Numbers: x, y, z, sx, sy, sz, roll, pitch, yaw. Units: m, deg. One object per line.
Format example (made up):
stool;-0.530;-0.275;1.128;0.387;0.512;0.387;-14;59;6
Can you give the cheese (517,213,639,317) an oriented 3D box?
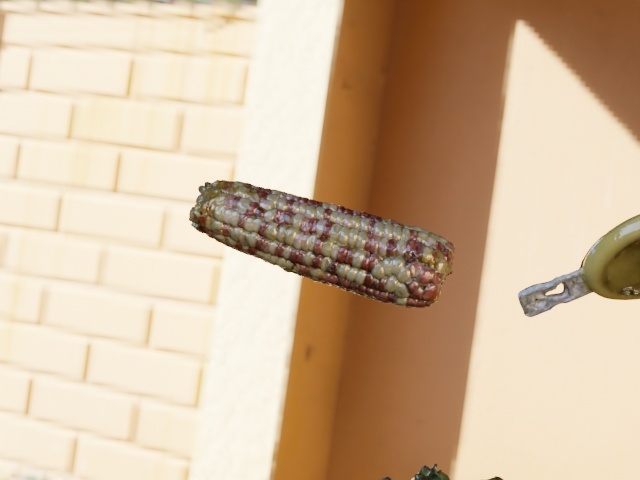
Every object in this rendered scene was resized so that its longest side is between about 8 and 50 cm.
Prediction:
cheese;0.256;0.028;1.517;0.162;0.086;0.036;-21;36;10

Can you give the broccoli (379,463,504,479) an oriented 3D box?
broccoli;0.135;0.369;1.688;0.273;0.180;0.242;25;45;3

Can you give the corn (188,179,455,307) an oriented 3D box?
corn;0.000;0.000;1.482;0.237;0.079;0.079;17;1;0
